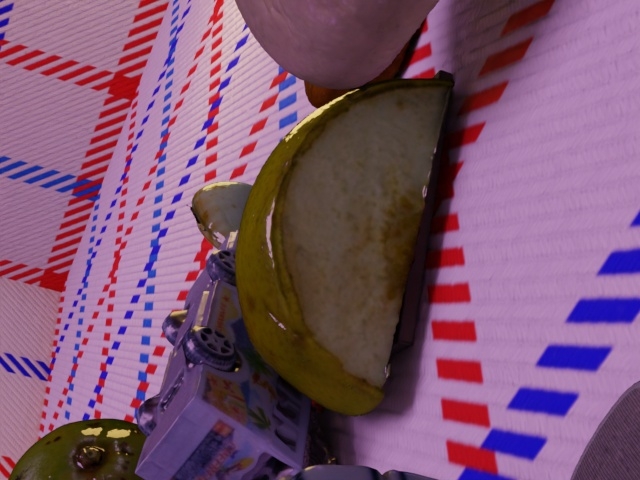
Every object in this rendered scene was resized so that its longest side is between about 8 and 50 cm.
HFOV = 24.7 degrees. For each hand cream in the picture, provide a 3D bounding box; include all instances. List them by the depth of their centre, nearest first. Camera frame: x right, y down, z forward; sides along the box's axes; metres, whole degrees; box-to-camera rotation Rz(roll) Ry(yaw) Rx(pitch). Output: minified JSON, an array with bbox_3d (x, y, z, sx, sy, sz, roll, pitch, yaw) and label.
[{"bbox_3d":[-0.016,0.214,1.284,0.257,0.050,0.084,-96,25,-75],"label":"hand cream"}]

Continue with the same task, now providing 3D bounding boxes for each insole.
[{"bbox_3d":[0.141,0.179,0.825,0.080,0.003,0.232,-112,40,-67],"label":"insole"}]

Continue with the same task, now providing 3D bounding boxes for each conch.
[{"bbox_3d":[-0.106,-0.017,1.738,0.170,0.105,0.079,-109,32,-58],"label":"conch"}]

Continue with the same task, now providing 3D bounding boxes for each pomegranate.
[{"bbox_3d":[-0.249,0.356,1.711,0.236,0.236,0.302,-106,8,-63],"label":"pomegranate"}]

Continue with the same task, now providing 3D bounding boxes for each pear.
[{"bbox_3d":[-0.004,0.002,1.255,0.239,0.139,0.288,129,156,-74],"label":"pear"}]

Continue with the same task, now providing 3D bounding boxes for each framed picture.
[{"bbox_3d":[0.059,-0.005,1.293,0.184,0.016,0.250,137,146,-64],"label":"framed picture"}]

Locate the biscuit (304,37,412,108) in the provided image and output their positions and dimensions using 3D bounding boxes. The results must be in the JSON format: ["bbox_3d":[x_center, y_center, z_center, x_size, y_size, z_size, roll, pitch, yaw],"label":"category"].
[{"bbox_3d":[0.045,-0.233,1.478,0.220,0.066,0.220,-165,90,-74],"label":"biscuit"}]

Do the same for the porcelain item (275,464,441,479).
[{"bbox_3d":[0.014,0.299,0.871,0.281,0.157,0.286,-104,30,-59],"label":"porcelain item"}]

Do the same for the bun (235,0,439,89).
[{"bbox_3d":[0.036,-0.305,1.149,0.361,0.213,0.361,-58,9,14],"label":"bun"}]

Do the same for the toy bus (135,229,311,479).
[{"bbox_3d":[-0.076,0.115,1.332,0.109,0.136,0.330,-54,12,23],"label":"toy bus"}]
